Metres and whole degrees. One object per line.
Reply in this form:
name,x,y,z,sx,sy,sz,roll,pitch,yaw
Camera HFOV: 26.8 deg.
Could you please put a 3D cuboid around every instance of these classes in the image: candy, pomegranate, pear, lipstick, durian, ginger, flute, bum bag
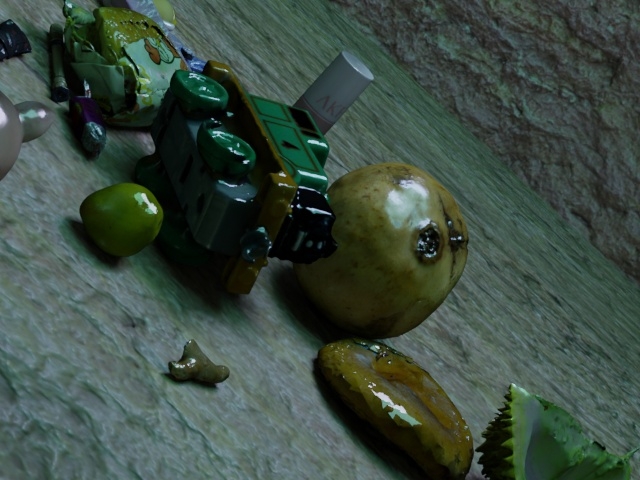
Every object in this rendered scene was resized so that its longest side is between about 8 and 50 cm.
candy,-0.315,-0.163,1.818,0.043,0.045,0.175,9,31,-26
pomegranate,0.085,0.013,1.924,0.260,0.260,0.260,38,18,-15
pear,-0.239,-0.027,1.603,0.097,0.092,0.092,26,18,1
lipstick,-0.023,-0.189,2.154,0.070,0.254,0.070,38,18,-15
durian,0.338,0.333,1.870,0.355,0.169,0.157,29,19,-44
ginger,-0.143,0.138,1.520,0.097,0.030,0.048,15,61,-52
flute,-0.379,-0.261,1.936,0.027,0.027,0.233,33,20,-28
bum bag,-0.433,-0.273,1.832,0.058,0.034,0.124,55,17,-7

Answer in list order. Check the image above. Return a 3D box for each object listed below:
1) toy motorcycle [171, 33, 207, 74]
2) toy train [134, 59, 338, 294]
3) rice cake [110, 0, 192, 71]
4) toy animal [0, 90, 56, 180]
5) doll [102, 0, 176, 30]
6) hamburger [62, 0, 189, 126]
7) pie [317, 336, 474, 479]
toy motorcycle,-0.253,-0.309,2.242,0.205,0.076,0.114,34,17,-18
toy train,-0.097,-0.086,1.802,0.249,0.178,0.429,12,28,-28
rice cake,-0.243,-0.274,2.110,0.056,0.073,0.365,-19,67,-25
toy animal,-0.425,-0.145,1.400,0.248,0.149,0.165,32,32,4
doll,-0.317,-0.409,2.350,0.106,0.062,0.162,47,17,25
hamburger,-0.297,-0.274,1.971,0.235,0.125,0.214,63,12,14
pie,0.109,0.220,1.812,0.273,0.069,0.273,41,13,-12
